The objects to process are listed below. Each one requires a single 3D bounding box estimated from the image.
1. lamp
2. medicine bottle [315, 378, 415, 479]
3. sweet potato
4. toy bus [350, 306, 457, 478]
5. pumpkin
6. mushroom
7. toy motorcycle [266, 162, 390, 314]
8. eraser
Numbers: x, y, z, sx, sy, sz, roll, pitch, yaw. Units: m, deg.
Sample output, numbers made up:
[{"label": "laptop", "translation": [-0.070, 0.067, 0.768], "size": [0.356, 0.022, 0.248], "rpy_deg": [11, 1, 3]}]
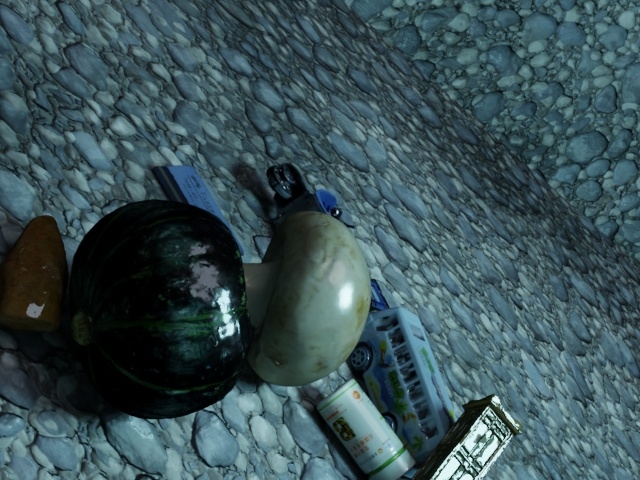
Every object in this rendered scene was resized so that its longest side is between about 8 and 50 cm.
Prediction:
[{"label": "lamp", "translation": [0.213, 0.403, 1.891], "size": [0.089, 0.090, 0.325], "rpy_deg": [48, 57, -7]}, {"label": "medicine bottle", "translation": [0.077, 0.337, 1.948], "size": [0.183, 0.086, 0.086], "rpy_deg": [53, 25, 6]}, {"label": "sweet potato", "translation": [-0.402, 0.045, 1.568], "size": [0.097, 0.097, 0.251], "rpy_deg": [36, 24, -28]}, {"label": "toy bus", "translation": [0.157, 0.277, 2.103], "size": [0.109, 0.136, 0.329], "rpy_deg": [27, 35, -45]}, {"label": "pumpkin", "translation": [-0.233, 0.096, 1.545], "size": [0.238, 0.315, 0.315], "rpy_deg": [-3, 55, -34]}, {"label": "mushroom", "translation": [-0.067, 0.086, 1.859], "size": [0.290, 0.297, 0.297], "rpy_deg": [16, 36, -14]}, {"label": "toy motorcycle", "translation": [0.000, 0.000, 2.256], "size": [0.212, 0.125, 0.358], "rpy_deg": [25, 36, -57]}, {"label": "eraser", "translation": [-0.223, -0.054, 2.047], "size": [0.082, 0.036, 0.225], "rpy_deg": [-4, 58, -58]}]
